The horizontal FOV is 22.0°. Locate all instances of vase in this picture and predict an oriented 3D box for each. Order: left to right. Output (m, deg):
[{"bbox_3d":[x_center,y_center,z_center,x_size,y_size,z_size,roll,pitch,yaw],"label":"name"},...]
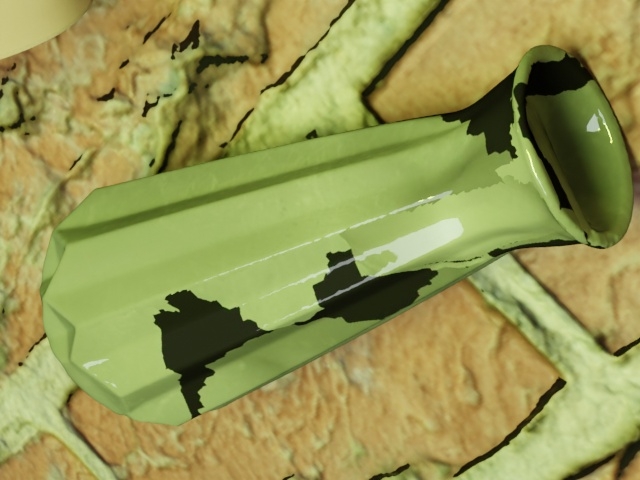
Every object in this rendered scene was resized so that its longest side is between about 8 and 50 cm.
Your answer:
[{"bbox_3d":[0.000,0.000,0.973,0.360,0.165,0.165,-20,106,34],"label":"vase"}]

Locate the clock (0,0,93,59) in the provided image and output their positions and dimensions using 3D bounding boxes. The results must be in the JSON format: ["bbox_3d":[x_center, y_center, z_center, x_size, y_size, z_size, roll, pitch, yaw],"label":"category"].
[{"bbox_3d":[-0.279,-0.172,0.953,0.290,0.275,0.080,16,129,27],"label":"clock"}]
